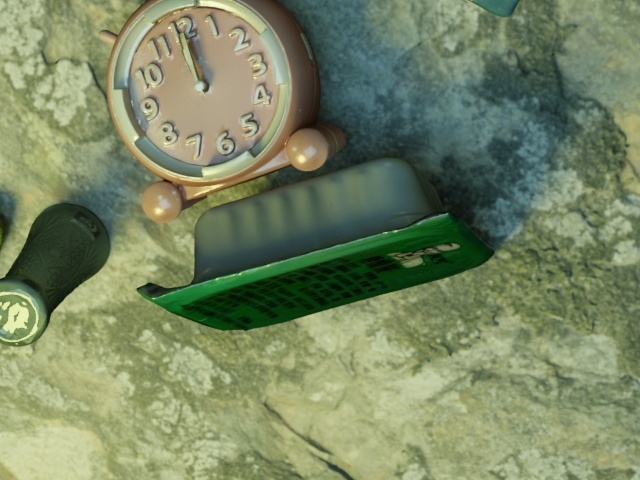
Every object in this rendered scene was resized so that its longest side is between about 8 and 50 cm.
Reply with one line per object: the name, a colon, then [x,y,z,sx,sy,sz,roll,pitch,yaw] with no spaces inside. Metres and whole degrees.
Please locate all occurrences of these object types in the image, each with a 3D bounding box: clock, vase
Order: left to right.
vase: [-0.305,0.040,1.664,0.096,0.219,0.096,3,111,7]
clock: [-0.112,-0.168,1.614,0.227,0.142,0.241,-20,96,14]

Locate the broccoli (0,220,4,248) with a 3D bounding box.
broccoli: [-0.455,0.089,1.768,0.165,0.145,0.304,33,101,6]

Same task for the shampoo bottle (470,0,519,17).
shampoo bottle: [0.213,-0.358,1.527,0.103,0.061,0.258,30,112,-2]

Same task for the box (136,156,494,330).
box: [0.000,0.000,1.621,0.336,0.264,0.106,-17,76,13]
